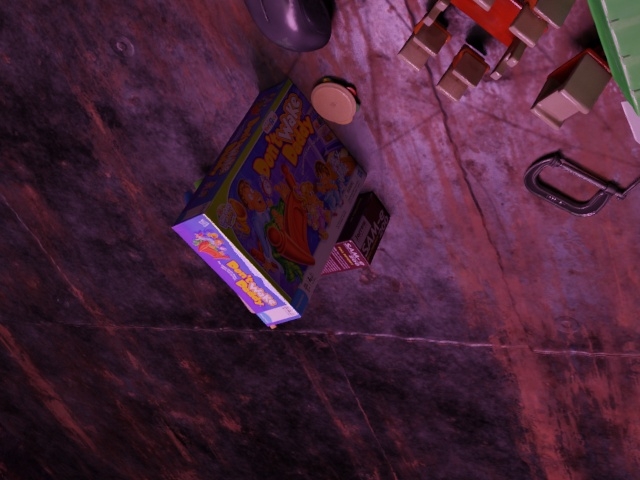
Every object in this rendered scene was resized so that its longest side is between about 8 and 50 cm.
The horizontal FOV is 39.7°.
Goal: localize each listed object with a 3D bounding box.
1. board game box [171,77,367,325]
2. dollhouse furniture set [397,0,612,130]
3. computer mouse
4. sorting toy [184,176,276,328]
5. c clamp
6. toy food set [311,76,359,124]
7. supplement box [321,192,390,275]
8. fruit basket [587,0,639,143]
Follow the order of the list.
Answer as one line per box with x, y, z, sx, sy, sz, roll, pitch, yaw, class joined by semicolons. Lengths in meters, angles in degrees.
-0.069;-0.068;1.455;0.078;0.347;0.233;-19;123;40;board game box
0.273;-0.284;1.206;0.259;0.135;0.262;37;158;-8;dollhouse furniture set
-0.081;-0.380;1.318;0.188;0.072;0.272;7;141;42;computer mouse
-0.153;0.020;1.729;0.047;0.196;0.347;-24;123;13;sorting toy
0.415;-0.094;1.429;0.161;0.022;0.137;23;145;1;c clamp
0.025;-0.233;1.482;0.083;0.020;0.082;29;140;-3;toy food set
0.000;0.000;1.661;0.239;0.130;0.073;-13;127;38;supplement box
0.498;-0.314;1.048;0.353;0.165;0.327;-28;125;9;fruit basket
